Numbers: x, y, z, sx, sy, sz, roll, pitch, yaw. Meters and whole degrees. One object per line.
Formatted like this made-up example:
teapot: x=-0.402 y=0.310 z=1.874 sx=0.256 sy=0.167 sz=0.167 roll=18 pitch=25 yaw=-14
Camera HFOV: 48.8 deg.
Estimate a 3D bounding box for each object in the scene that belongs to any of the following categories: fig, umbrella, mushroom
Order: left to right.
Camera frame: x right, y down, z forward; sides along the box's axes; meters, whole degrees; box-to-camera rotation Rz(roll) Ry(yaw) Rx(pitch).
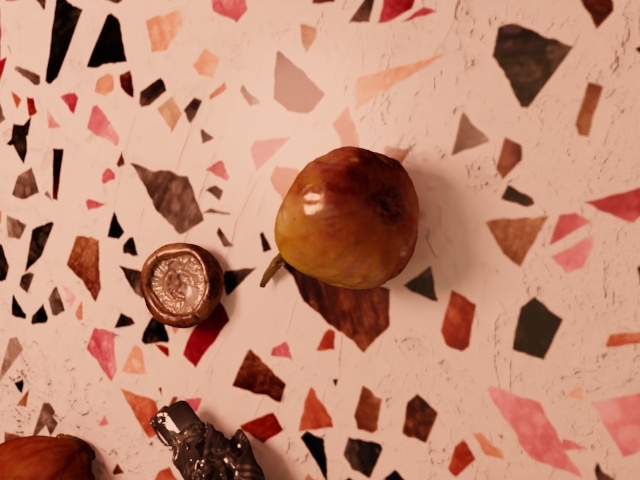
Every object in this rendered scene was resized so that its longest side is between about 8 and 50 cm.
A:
fig: x=-0.413 y=0.366 z=1.022 sx=0.205 sy=0.205 sz=0.205 roll=2 pitch=93 yaw=27
mushroom: x=-0.185 y=0.060 z=0.950 sx=0.123 sy=0.052 sz=0.123 roll=0 pitch=91 yaw=20
umbrella: x=-0.081 y=0.324 z=0.880 sx=0.336 sy=0.154 sz=0.128 roll=50 pitch=116 yaw=37
fig: x=0.000 y=0.000 z=0.820 sx=0.257 sy=0.159 sz=0.159 roll=-35 pitch=76 yaw=44
